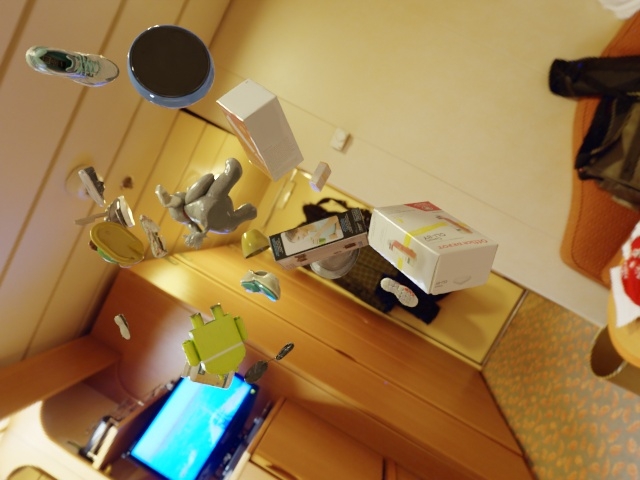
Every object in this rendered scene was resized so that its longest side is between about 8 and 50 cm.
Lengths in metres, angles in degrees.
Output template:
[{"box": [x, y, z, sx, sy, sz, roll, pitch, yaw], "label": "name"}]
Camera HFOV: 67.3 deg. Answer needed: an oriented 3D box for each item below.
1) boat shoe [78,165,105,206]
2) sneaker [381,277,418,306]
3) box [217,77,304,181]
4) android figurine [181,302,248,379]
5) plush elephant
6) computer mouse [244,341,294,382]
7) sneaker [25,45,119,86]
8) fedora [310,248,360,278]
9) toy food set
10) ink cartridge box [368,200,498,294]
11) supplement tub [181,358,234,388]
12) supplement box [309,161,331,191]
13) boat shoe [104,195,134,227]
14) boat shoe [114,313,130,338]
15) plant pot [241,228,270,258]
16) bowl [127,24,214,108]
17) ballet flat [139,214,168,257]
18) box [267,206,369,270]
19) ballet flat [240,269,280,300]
[{"box": [-1.035, -0.251, 2.220, 0.076, 0.080, 0.228, -43, -31, -27], "label": "boat shoe"}, {"box": [0.310, 0.193, 1.853, 0.061, 0.158, 0.065, -56, -14, 13], "label": "sneaker"}, {"box": [-0.238, -0.445, 1.967, 0.168, 0.215, 0.345, -39, -39, -11], "label": "box"}, {"box": [-0.383, 0.383, 1.796, 0.248, 0.272, 0.056, -25, 8, -32], "label": "android figurine"}, {"box": [-0.432, -0.128, 1.737, 0.330, 0.255, 0.272, -49, -37, -23], "label": "plush elephant"}, {"box": [-0.186, 0.457, 1.782, 0.242, 0.041, 0.071, -37, 18, 16], "label": "computer mouse"}, {"box": [-0.817, -0.580, 1.613, 0.283, 0.122, 0.110, -4, -72, -37], "label": "sneaker"}, {"box": [0.057, 0.034, 2.302, 0.275, 0.244, 0.124, -55, -25, -12], "label": "fedora"}, {"box": [-0.654, 0.012, 1.505, 0.071, 0.218, 0.128, -52, -4, 33], "label": "toy food set"}, {"box": [0.395, 0.012, 1.741, 0.279, 0.385, 0.160, -8, -59, -28], "label": "ink cartridge box"}, {"box": [-0.456, 0.521, 1.978, 0.144, 0.200, 0.144, -164, 90, -78], "label": "supplement tub"}, {"box": [-0.001, -0.245, 1.852, 0.098, 0.036, 0.062, -62, -27, -16], "label": "supplement box"}, {"box": [-0.824, -0.106, 1.955, 0.097, 0.116, 0.324, -24, 22, -16], "label": "boat shoe"}, {"box": [-0.947, 0.415, 2.321, 0.046, 0.125, 0.038, -25, 8, 21], "label": "boat shoe"}, {"box": [-0.284, 0.007, 2.061, 0.134, 0.095, 0.134, -27, -7, -4], "label": "plant pot"}, {"box": [-0.686, -0.806, 2.214, 0.391, 0.391, 0.077, -59, 6, -14], "label": "bowl"}, {"box": [-0.839, -0.026, 2.448, 0.091, 0.077, 0.241, -80, -25, -69], "label": "ballet flat"}, {"box": [0.000, 0.000, 1.495, 0.290, 0.087, 0.169, -17, -15, 3], "label": "box"}, {"box": [-0.186, 0.137, 1.588, 0.248, 0.086, 0.086, 8, 62, 55], "label": "ballet flat"}]
